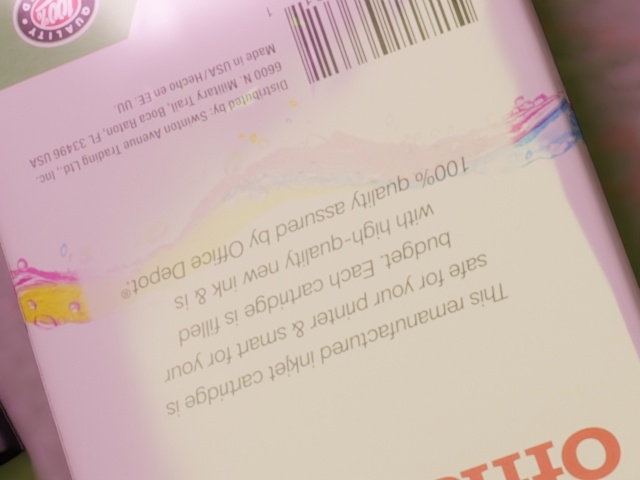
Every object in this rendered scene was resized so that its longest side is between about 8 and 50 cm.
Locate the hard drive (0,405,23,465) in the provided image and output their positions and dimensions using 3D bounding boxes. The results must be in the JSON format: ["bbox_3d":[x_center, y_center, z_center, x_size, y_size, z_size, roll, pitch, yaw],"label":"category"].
[{"bbox_3d":[-0.164,0.030,0.562,0.094,0.022,0.135,-31,78,5],"label":"hard drive"}]

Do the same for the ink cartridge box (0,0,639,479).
[{"bbox_3d":[0.000,0.000,0.501,0.154,0.093,0.212,-21,77,8],"label":"ink cartridge box"}]
